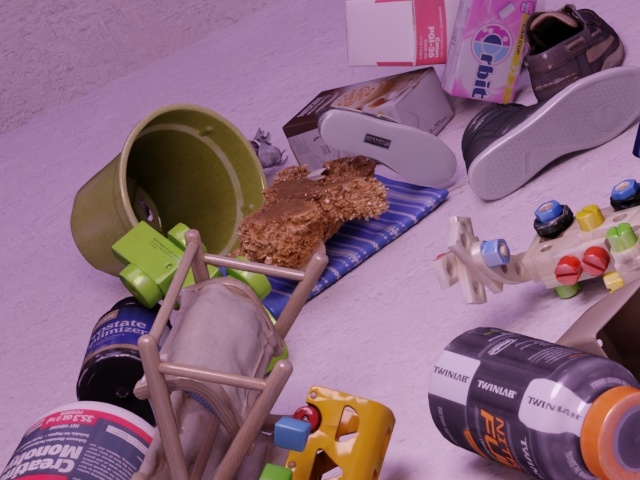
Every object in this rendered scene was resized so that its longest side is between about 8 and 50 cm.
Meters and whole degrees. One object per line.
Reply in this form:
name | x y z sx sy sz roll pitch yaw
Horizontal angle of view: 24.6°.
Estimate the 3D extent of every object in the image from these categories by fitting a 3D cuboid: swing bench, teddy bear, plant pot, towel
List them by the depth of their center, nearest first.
plant pot | 0.300 0.113 1.479 0.109 0.109 0.096 -41 13 -31
swing bench | -0.103 0.164 1.594 0.165 0.254 0.253 10 28 3
teddy bear | -0.016 -0.033 2.126 0.245 0.113 0.338 -16 16 3
towel | 0.000 0.000 2.177 0.336 0.040 0.243 -35 23 -19
plant pot | -0.267 -0.053 2.361 0.254 0.276 0.276 -20 20 49

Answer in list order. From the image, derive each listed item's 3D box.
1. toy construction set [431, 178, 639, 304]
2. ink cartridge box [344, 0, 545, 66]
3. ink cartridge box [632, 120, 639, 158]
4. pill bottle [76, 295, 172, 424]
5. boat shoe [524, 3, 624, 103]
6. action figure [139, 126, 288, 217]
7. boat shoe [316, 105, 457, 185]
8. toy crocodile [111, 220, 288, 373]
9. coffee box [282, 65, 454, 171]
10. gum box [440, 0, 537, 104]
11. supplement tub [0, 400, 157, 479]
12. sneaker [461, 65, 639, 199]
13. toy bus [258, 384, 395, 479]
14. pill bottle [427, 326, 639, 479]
toy construction set | 0.298 0.019 1.649 0.328 0.151 0.215 -2 32 28
ink cartridge box | 0.214 -0.359 2.486 0.283 0.117 0.207 -8 9 -31
ink cartridge box | 0.466 -0.197 1.638 0.151 0.270 0.395 13 7 3
pill bottle | -0.259 0.161 2.003 0.123 0.123 0.219 -25 20 8
boat shoe | 0.388 -0.306 2.272 0.132 0.130 0.355 -19 20 19
action figure | -0.184 -0.113 2.589 0.285 0.099 0.185 -16 17 19
boat shoe | 0.097 -0.147 2.147 0.078 0.219 0.070 -64 17 15
toy crocodile | -0.166 0.069 1.987 0.340 0.105 0.115 28 65 40
coffee box | 0.078 -0.197 2.449 0.246 0.098 0.141 -8 26 40
gum box | 0.269 -0.320 2.341 0.107 0.188 0.062 7 17 -15
supplement tub | -0.270 0.317 1.568 0.191 0.191 0.272 -20 22 19
sneaker | 0.323 -0.177 2.097 0.296 0.104 0.147 -31 26 3
toy bus | 0.012 0.251 1.489 0.104 0.202 0.191 14 28 13
pill bottle | 0.221 0.164 1.407 0.130 0.130 0.246 -37 22 -21
